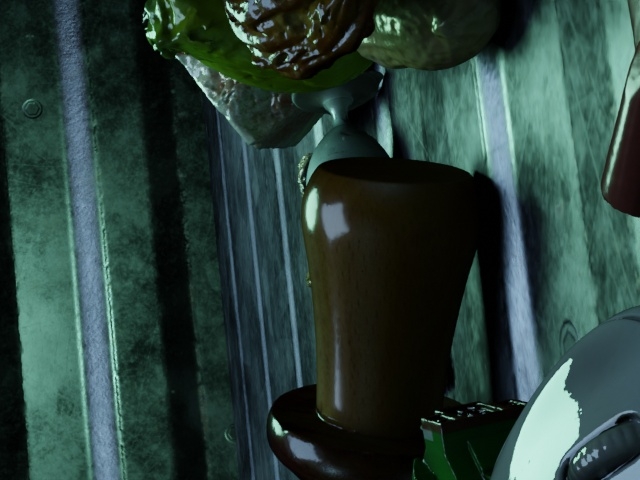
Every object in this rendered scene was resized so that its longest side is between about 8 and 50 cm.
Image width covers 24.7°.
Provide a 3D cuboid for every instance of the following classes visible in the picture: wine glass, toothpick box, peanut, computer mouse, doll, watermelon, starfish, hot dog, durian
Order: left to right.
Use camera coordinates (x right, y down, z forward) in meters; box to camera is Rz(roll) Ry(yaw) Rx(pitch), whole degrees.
[{"bbox_3d":[-0.056,-0.232,1.659,0.193,0.232,0.310,50,141,8],"label":"watermelon"},{"bbox_3d":[-0.027,-0.256,1.382,0.340,0.204,0.256,20,-120,-57],"label":"durian"},{"bbox_3d":[0.008,-0.002,1.828,0.238,0.057,0.213,101,154,-71],"label":"starfish"},{"bbox_3d":[0.014,-0.254,1.150,0.175,0.114,0.259,-24,33,51],"label":"hot dog"},{"bbox_3d":[0.033,-0.065,1.523,0.103,0.103,0.222,109,154,-67],"label":"wine glass"},{"bbox_3d":[0.052,0.084,1.244,0.192,0.192,0.294,-129,40,-73],"label":"toothpick box"},{"bbox_3d":[0.084,-0.184,1.188,0.214,0.099,0.090,-149,39,-71],"label":"peanut"},{"bbox_3d":[0.126,0.206,1.090,0.134,0.106,0.186,-129,34,-53],"label":"doll"},{"bbox_3d":[0.159,0.167,0.849,0.297,0.121,0.184,98,165,-56],"label":"computer mouse"}]

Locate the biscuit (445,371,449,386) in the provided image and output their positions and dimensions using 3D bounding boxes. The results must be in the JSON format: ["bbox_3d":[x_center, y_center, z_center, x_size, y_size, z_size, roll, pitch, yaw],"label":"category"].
[{"bbox_3d":[0.094,0.108,1.493,0.231,0.016,0.139,118,147,-72],"label":"biscuit"}]

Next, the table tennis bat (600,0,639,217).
[{"bbox_3d":[0.191,-0.141,0.747,0.200,0.038,0.310,-105,15,-47],"label":"table tennis bat"}]
